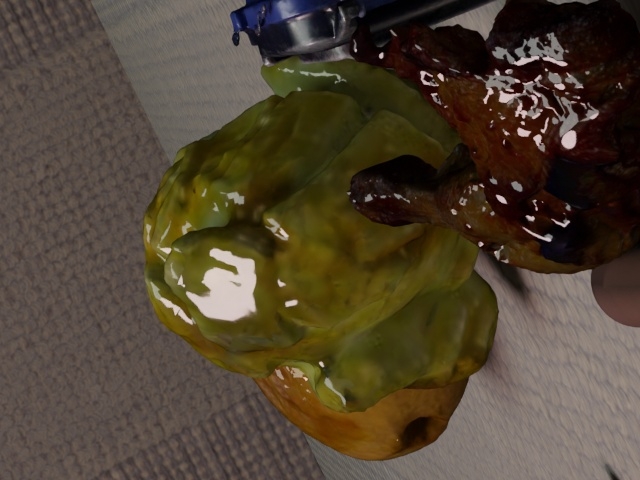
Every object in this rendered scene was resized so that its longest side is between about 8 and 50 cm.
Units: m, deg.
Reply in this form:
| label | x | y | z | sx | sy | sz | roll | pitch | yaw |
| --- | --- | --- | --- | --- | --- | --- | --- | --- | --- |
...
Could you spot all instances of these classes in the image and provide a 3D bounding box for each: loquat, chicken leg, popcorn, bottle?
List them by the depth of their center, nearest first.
| label | x | y | z | sx | sy | sz | roll | pitch | yaw |
| --- | --- | --- | --- | --- | --- | --- | --- | --- | --- |
| chicken leg | 0.096 | -0.047 | 0.880 | 0.177 | 0.083 | 0.322 | 22 | 163 | 8 |
| bottle | 0.187 | 0.022 | 0.901 | 0.053 | 0.053 | 0.140 | 63 | 171 | -5 |
| popcorn | 0.000 | 0.007 | 1.258 | 0.276 | 0.225 | 0.276 | 16 | 145 | 12 |
| loquat | 0.026 | 0.077 | 1.475 | 0.238 | 0.193 | 0.238 | 63 | 179 | 2 |

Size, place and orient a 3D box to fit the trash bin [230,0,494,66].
| label | x | y | z | sx | sy | sz | roll | pitch | yaw |
| --- | --- | --- | --- | --- | --- | --- | --- | --- | --- |
| trash bin | 0.006 | -0.222 | 0.916 | 0.184 | 0.162 | 0.234 | -164 | 53 | -76 |
